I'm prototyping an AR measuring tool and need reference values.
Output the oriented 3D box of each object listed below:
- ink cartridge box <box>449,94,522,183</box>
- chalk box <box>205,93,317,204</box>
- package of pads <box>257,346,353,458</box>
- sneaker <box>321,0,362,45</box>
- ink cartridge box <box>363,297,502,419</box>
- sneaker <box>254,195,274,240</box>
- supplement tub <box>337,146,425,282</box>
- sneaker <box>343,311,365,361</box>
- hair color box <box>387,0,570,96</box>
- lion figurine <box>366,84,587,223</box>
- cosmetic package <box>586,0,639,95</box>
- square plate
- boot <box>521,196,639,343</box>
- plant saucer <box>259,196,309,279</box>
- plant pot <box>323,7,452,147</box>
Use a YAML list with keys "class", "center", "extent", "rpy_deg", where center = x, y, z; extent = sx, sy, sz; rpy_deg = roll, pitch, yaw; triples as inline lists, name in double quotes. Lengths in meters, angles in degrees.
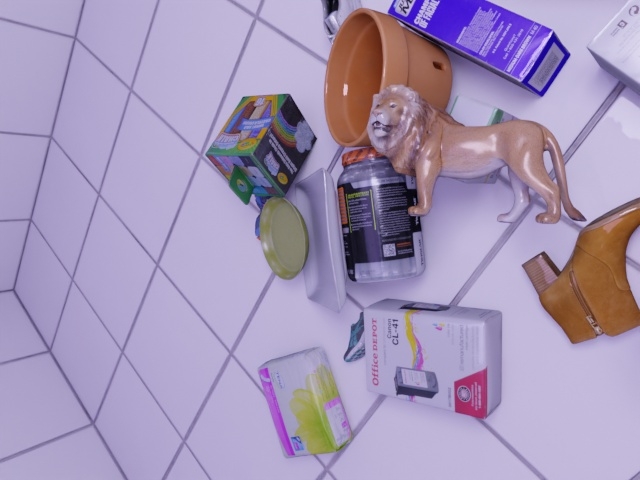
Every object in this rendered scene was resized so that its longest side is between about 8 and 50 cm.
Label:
- class: "ink cartridge box"
  center: [0.331, -0.205, 1.005]
  extent: [0.093, 0.212, 0.154]
  rpy_deg: [29, 110, 28]
- class: "chalk box"
  center: [-0.173, -0.236, 1.313]
  extent: [0.179, 0.180, 0.288]
  rpy_deg: [10, 61, 36]
- class: "package of pads"
  center: [-0.048, 0.483, 1.423]
  extent: [0.229, 0.101, 0.296]
  rpy_deg: [-26, 80, 36]
- class: "sneaker"
  center: [0.062, -0.514, 1.225]
  extent: [0.111, 0.129, 0.297]
  rpy_deg: [-24, 82, 34]
- class: "ink cartridge box"
  center: [0.267, 0.272, 1.151]
  extent: [0.306, 0.131, 0.226]
  rpy_deg: [0, 95, 35]
- class: "sneaker"
  center: [-0.145, -0.103, 1.461]
  extent: [0.087, 0.083, 0.221]
  rpy_deg: [9, 108, 27]
- class: "supplement tub"
  center: [0.145, -0.063, 1.168]
  extent: [0.194, 0.194, 0.315]
  rpy_deg: [-6, 92, 37]
- class: "sneaker"
  center: [0.108, 0.266, 1.322]
  extent: [0.166, 0.065, 0.076]
  rpy_deg: [-59, 46, 22]
- class: "hair color box"
  center: [0.329, -0.435, 0.999]
  extent: [0.339, 0.185, 0.110]
  rpy_deg: [39, 116, 27]
- class: "lion figurine"
  center: [0.272, -0.157, 0.859]
  extent: [0.393, 0.142, 0.240]
  rpy_deg: [6, 92, 18]
- class: "cosmetic package"
  center: [0.586, -0.337, 0.817]
  extent: [0.151, 0.184, 0.151]
  rpy_deg: [50, 121, 21]
- class: "square plate"
  center: [0.000, 0.000, 1.273]
  extent: [0.344, 0.049, 0.347]
  rpy_deg: [178, 86, -75]
- class: "boot"
  center: [0.571, 0.066, 0.933]
  extent: [0.295, 0.104, 0.211]
  rpy_deg: [-43, 75, 37]
- class: "plant saucer"
  center: [-0.099, -0.008, 1.355]
  extent: [0.241, 0.037, 0.240]
  rpy_deg: [17, 112, 51]
- class: "plant pot"
  center: [0.156, -0.352, 1.082]
  extent: [0.291, 0.204, 0.290]
  rpy_deg: [179, 90, -66]
